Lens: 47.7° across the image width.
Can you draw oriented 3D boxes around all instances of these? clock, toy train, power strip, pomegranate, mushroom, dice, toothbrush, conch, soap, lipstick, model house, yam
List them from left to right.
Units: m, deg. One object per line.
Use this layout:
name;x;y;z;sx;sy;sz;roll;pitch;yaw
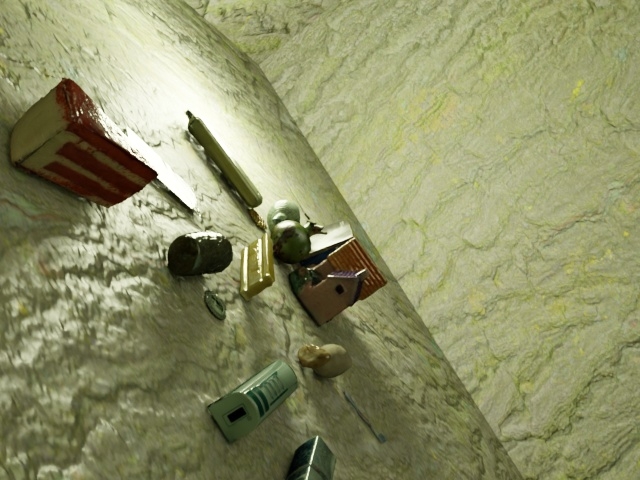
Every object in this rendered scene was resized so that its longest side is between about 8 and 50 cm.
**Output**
yam;-0.276;0.030;1.652;0.107;0.107;0.183;56;15;7
clock;-0.241;0.149;1.665;0.074;0.010;0.083;47;15;-31
power strip;-0.320;-0.264;2.352;0.387;0.066;0.092;54;4;-4
soap;-0.170;0.069;1.950;0.037;0.092;0.252;51;12;-24
toy train;-0.111;0.312;1.526;0.086;0.088;0.407;55;11;5
conch;-0.127;-0.064;2.441;0.153;0.102;0.135;-38;105;-45
pomegranate;-0.081;-0.009;2.311;0.148;0.169;0.148;39;-5;4
lipstick;-0.027;0.485;1.394;0.076;0.077;0.289;53;13;-7
dice;0.020;0.080;2.507;0.143;0.146;0.146;52;16;-19
mushroom;0.016;0.323;1.966;0.097;0.088;0.212;50;15;29
model house;0.056;0.121;2.303;0.202;0.237;0.237;57;13;7
toothbrush;0.124;0.500;2.051;0.193;0.019;0.013;51;13;-6

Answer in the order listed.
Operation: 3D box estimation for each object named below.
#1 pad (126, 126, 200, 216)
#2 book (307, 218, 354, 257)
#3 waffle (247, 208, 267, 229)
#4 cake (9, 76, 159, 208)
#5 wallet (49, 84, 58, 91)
pad;-0.409;-0.182;1.901;0.265;0.009;0.159;47;9;-36
book;0.000;0.000;2.454;0.160;0.228;0.024;-99;168;-65
waffle;-0.203;-0.068;2.371;0.085;0.016;0.078;35;23;-54
cake;-0.464;-0.186;1.408;0.159;0.158;0.262;62;13;28
wallet;-0.508;-0.225;1.582;0.241;0.067;0.141;51;7;-33
